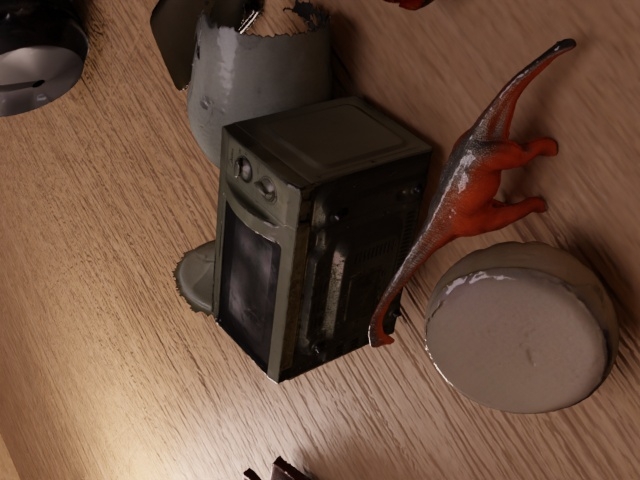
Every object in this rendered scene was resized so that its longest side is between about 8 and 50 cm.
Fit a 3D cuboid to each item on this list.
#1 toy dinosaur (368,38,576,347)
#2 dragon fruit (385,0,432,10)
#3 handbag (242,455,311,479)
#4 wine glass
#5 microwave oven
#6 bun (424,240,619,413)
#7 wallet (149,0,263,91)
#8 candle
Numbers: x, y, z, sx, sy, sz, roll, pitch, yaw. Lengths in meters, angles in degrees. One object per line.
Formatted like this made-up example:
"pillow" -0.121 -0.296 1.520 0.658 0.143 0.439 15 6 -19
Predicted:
"toy dinosaur" 0.112 -0.026 0.683 0.055 0.101 0.279 51 132 47
"dragon fruit" 0.057 -0.234 0.691 0.126 0.068 0.112 64 146 10
"handbag" 0.009 0.423 1.087 0.275 0.084 0.260 30 132 47
"wine glass" -0.064 -0.077 0.885 0.143 0.143 0.321 43 136 37
"microwave oven" 0.000 0.000 0.802 0.129 0.163 0.205 42 138 39
"bun" 0.149 0.054 0.678 0.138 0.094 0.138 10 123 16
"wallet" -0.128 -0.247 0.994 0.198 0.031 0.110 -31 80 57
"candle" -0.479 -0.354 1.298 0.342 0.221 0.221 62 147 17
